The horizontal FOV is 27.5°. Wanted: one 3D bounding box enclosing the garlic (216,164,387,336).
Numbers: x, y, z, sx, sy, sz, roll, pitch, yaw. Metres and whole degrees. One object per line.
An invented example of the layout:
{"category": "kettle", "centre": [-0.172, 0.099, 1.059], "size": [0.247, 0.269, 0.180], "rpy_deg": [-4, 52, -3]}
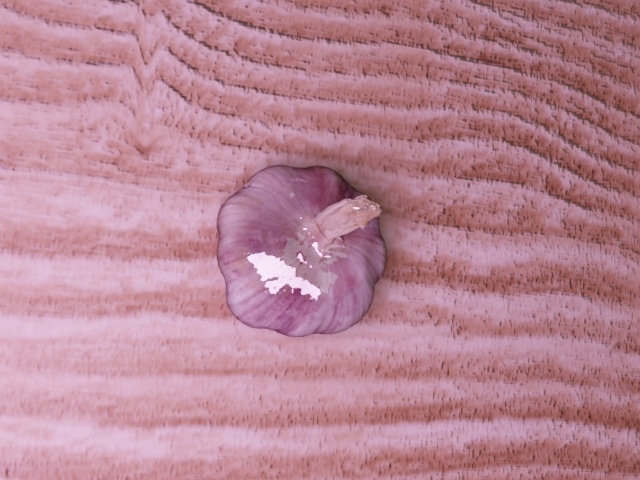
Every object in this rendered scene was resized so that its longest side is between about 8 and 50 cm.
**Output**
{"category": "garlic", "centre": [0.000, 0.000, 1.726], "size": [0.245, 0.253, 0.245], "rpy_deg": [9, 71, -26]}
